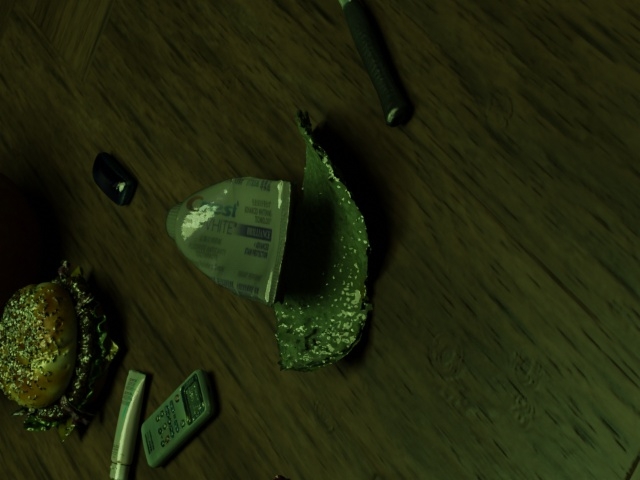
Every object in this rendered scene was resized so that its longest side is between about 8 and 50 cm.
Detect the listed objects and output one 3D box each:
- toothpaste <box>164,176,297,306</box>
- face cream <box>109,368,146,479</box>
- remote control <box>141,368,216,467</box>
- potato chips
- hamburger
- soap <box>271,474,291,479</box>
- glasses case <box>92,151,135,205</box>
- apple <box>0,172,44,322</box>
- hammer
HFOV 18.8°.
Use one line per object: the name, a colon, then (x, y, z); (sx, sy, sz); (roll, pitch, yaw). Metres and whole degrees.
toothpaste: (-0.083, -0.005, 1.785); (0.282, 0.068, 0.099); (12, 124, 68)
face cream: (-0.197, 0.189, 1.975); (0.038, 0.020, 0.115); (6, 86, 57)
remote control: (-0.140, 0.176, 1.894); (0.124, 0.018, 0.053); (-45, 48, 42)
potato chips: (-0.007, 0.001, 1.705); (0.167, 0.059, 0.228); (14, 99, 63)
hamburger: (-0.292, 0.120, 2.068); (0.164, 0.093, 0.189); (44, 120, 51)
soap: (0.003, 0.307, 1.562); (0.289, 0.112, 0.182); (42, 116, 52)
glasses case: (-0.227, -0.066, 2.079); (0.083, 0.023, 0.033); (45, 118, 51)
apple: (-0.443, 0.034, 2.192); (0.301, 0.301, 0.301); (-19, 67, 53)
hammer: (0.035, -0.201, 1.718); (0.103, 0.029, 0.246); (-54, 43, 35)
